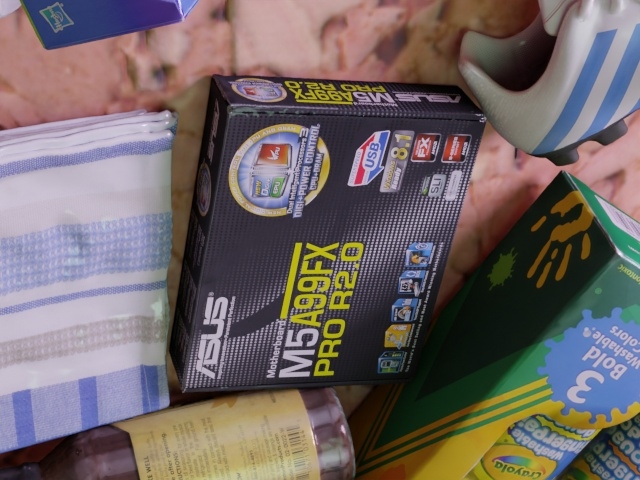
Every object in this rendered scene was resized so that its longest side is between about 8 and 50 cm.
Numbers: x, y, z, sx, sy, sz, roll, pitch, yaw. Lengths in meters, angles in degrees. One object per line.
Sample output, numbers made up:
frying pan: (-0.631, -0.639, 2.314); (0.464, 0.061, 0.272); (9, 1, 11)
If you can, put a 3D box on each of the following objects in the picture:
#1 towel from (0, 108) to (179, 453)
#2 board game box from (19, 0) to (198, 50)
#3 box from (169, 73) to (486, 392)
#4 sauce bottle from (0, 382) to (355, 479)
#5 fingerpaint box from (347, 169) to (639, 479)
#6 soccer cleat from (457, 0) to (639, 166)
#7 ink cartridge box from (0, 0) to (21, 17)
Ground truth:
towel: (-0.208, 0.040, 0.968); (0.209, 0.034, 0.285); (-11, 123, -28)
board game box: (-0.083, -0.284, 0.629); (0.078, 0.347, 0.233); (-7, 123, 24)
box: (0.000, 0.000, 1.033); (0.216, 0.060, 0.270); (0, 121, -21)
sauce bottle: (-0.146, 0.200, 1.079); (0.344, 0.111, 0.111); (-10, 125, -15)
fingerpaint box: (0.289, 0.213, 1.156); (0.444, 0.163, 0.371); (31, 111, -21)
soccer cleat: (0.249, -0.173, 0.927); (0.331, 0.116, 0.143); (-31, 122, 32)
ink cartridge box: (-0.352, -0.295, 0.680); (0.384, 0.091, 0.308); (7, 122, 4)
